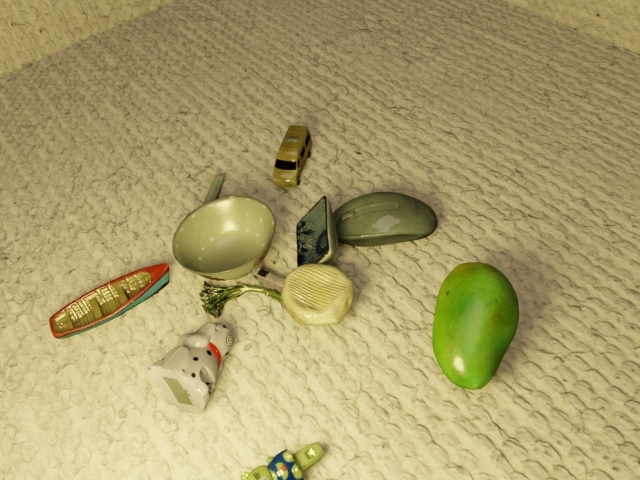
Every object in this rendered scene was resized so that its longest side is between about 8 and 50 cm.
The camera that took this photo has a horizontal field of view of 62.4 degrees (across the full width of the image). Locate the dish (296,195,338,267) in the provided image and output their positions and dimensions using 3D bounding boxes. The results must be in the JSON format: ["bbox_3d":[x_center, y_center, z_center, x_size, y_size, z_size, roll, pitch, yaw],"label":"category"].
[{"bbox_3d":[0.000,0.000,1.737,0.080,0.182,0.243,21,46,-28],"label":"dish"}]

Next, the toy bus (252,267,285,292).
[{"bbox_3d":[-0.159,0.128,1.685,0.130,0.052,0.037,23,59,22],"label":"toy bus"}]

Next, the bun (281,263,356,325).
[{"bbox_3d":[-0.009,0.176,1.579,0.230,0.133,0.231,-3,44,3],"label":"bun"}]

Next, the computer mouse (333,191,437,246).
[{"bbox_3d":[0.206,-0.079,1.781,0.373,0.114,0.203,-5,51,3],"label":"computer mouse"}]

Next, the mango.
[{"bbox_3d":[0.425,0.229,1.453,0.225,0.201,0.382,15,56,4],"label":"mango"}]

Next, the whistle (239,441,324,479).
[{"bbox_3d":[-0.091,0.570,1.295,0.227,0.085,0.105,-28,63,-17],"label":"whistle"}]

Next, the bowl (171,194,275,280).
[{"bbox_3d":[-0.292,0.025,1.706,0.336,0.158,0.337,-7,46,7],"label":"bowl"}]

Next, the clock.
[{"bbox_3d":[-0.339,0.326,1.480,0.188,0.189,0.254,11,40,14],"label":"clock"}]

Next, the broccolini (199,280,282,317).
[{"bbox_3d":[-0.249,0.188,1.649,0.271,0.062,0.123,3,61,4],"label":"broccolini"}]

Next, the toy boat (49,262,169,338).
[{"bbox_3d":[-0.649,0.189,1.664,0.391,0.080,0.136,-28,51,-16],"label":"toy boat"}]

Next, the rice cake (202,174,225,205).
[{"bbox_3d":[-0.398,-0.170,1.963,0.043,0.034,0.211,5,51,6],"label":"rice cake"}]

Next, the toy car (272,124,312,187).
[{"bbox_3d":[-0.109,-0.320,2.000,0.101,0.125,0.257,7,51,13],"label":"toy car"}]
